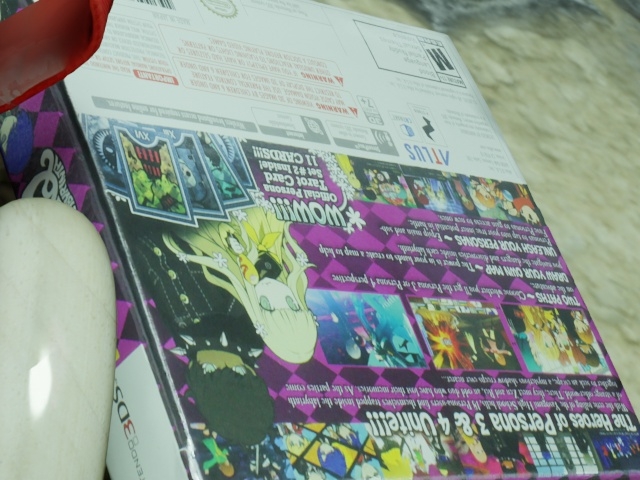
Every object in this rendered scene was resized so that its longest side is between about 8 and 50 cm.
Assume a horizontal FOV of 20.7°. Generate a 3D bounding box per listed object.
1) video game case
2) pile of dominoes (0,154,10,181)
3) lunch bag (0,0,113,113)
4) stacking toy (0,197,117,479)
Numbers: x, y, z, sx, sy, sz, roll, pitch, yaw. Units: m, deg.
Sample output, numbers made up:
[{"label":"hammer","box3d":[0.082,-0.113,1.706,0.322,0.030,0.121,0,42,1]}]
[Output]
[{"label":"video game case","box3d":[0.000,0.000,0.614,0.232,0.042,0.210,5,52,-46]},{"label":"pile of dominoes","box3d":[-0.214,-0.091,0.638,0.251,0.040,0.196,44,40,17]},{"label":"lunch bag","box3d":[-0.177,-0.091,0.433,0.258,0.293,0.120,7,63,-11]},{"label":"stacking toy","box3d":[-0.224,0.033,0.428,0.330,0.141,0.141,10,42,-17]}]
